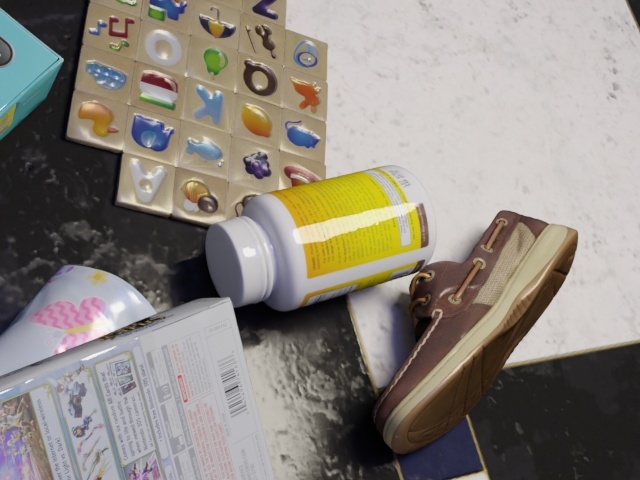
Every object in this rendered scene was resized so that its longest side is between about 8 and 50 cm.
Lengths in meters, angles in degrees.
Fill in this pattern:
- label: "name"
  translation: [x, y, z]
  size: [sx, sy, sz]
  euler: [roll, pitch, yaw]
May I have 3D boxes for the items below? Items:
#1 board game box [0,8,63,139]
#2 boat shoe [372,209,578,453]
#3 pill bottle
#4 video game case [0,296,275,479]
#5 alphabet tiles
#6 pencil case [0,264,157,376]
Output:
- label: "board game box"
  translation: [-0.426, -0.122, 0.828]
  size: [0.253, 0.079, 0.336]
  euler: [40, 53, -7]
- label: "boat shoe"
  translation: [0.145, 0.080, 1.044]
  size: [0.123, 0.123, 0.342]
  euler: [30, 56, 24]
- label: "pill bottle"
  translation: [0.000, 0.000, 0.976]
  size: [0.214, 0.117, 0.117]
  euler: [-15, 73, -28]
- label: "video game case"
  translation: [-0.139, 0.206, 0.746]
  size: [0.244, 0.061, 0.270]
  euler: [-20, 99, -49]
- label: "alphabet tiles"
  translation: [-0.121, -0.167, 1.069]
  size: [0.285, 0.011, 0.343]
  euler: [15, 59, -23]
- label: "pencil case"
  translation: [-0.235, 0.144, 0.778]
  size: [0.124, 0.113, 0.273]
  euler: [38, 53, -5]
